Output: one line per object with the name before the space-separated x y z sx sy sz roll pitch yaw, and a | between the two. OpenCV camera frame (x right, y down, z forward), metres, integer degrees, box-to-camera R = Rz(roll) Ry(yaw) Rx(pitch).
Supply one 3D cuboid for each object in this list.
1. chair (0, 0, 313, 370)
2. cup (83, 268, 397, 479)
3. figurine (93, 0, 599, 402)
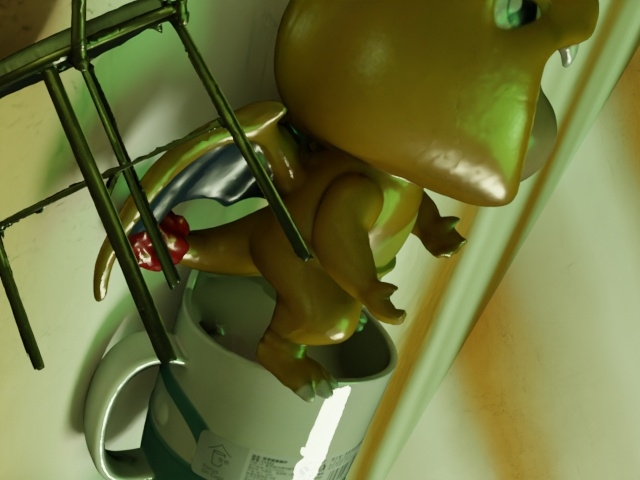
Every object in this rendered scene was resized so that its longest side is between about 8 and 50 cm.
chair | -0.137 -0.102 0.589 0.160 0.170 0.326 -36 109 -45
cup | -0.088 0.164 1.053 0.289 0.219 0.258 4 119 -32
figurine | 0.022 -0.077 0.867 0.401 0.268 0.387 -20 140 -59
